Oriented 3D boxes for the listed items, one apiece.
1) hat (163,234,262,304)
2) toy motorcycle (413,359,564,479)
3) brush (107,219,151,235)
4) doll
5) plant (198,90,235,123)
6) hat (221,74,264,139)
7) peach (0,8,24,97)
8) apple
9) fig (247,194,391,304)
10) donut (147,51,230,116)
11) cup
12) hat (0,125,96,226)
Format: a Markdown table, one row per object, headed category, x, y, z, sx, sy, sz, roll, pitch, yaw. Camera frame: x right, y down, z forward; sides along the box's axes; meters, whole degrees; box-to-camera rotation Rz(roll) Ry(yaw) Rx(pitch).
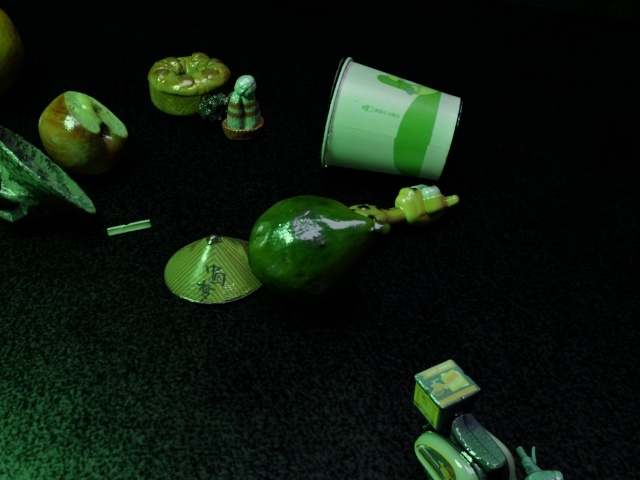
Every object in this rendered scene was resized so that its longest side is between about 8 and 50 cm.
| category | x | y | z | sx | sy | sz | roll | pitch | yaw |
| --- | --- | --- | --- | --- | --- | --- | --- | --- | --- |
| hat | -0.188 | 0.024 | 1.161 | 0.193 | 0.082 | 0.193 | 1 | 37 | -1 |
| toy motorcycle | 0.205 | 0.282 | 0.762 | 0.091 | 0.157 | 0.263 | -19 | 39 | -23 |
| brush | -0.377 | -0.026 | 1.275 | 0.084 | 0.016 | 0.013 | -14 | 27 | -21 |
| doll | 0.147 | -0.054 | 1.276 | 0.291 | 0.086 | 0.117 | -16 | 10 | -25 |
| plant | -0.241 | -0.346 | 1.665 | 0.087 | 0.085 | 0.174 | 55 | 41 | 1 |
| hat | -0.185 | -0.330 | 1.576 | 0.094 | 0.162 | 0.112 | 29 | 48 | 27 |
| peach | -0.925 | -0.470 | 1.647 | 0.308 | 0.307 | 0.332 | 9 | 51 | 10 |
| apple | -0.518 | -0.225 | 1.416 | 0.173 | 0.160 | 0.195 | 31 | 18 | 15 |
| fig | 0.000 | 0.000 | 1.077 | 0.245 | 0.195 | 0.195 | -28 | 18 | 37 |
| donut | -0.350 | -0.418 | 1.727 | 0.227 | 0.113 | 0.226 | 1 | 37 | -1 |
| cup | 0.155 | -0.251 | 1.434 | 0.274 | 0.253 | 0.253 | 15 | 38 | 6 |
| hat | -0.580 | -0.101 | 1.264 | 0.128 | 0.265 | 0.265 | -44 | 48 | -3 |
